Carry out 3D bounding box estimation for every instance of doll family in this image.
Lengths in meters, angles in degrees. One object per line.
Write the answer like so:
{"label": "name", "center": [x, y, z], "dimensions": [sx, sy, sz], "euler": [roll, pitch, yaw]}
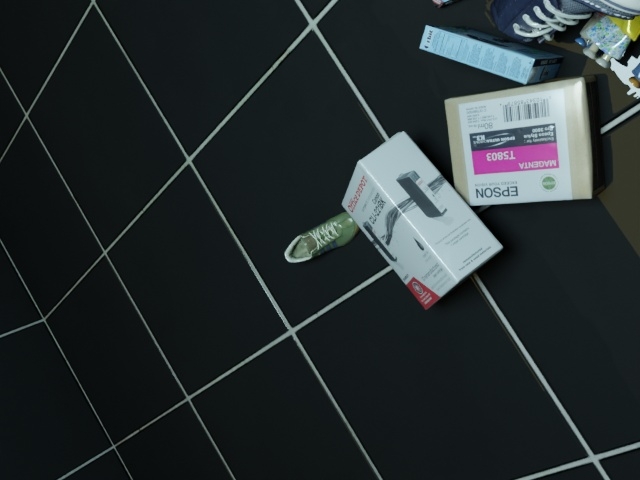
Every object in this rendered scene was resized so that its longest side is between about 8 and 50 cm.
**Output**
{"label": "doll family", "center": [0.488, -0.296, 0.900], "dimensions": [0.263, 0.118, 0.163], "euler": [44, 125, 17]}

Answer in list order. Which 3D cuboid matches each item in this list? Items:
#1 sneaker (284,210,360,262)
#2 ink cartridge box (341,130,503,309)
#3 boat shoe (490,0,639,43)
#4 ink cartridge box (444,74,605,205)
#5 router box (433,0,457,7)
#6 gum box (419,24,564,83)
{"label": "sneaker", "center": [0.000, 0.000, 1.371], "dimensions": [0.192, 0.086, 0.064], "euler": [-30, 86, 38]}
{"label": "ink cartridge box", "center": [0.173, -0.032, 1.165], "dimensions": [0.273, 0.114, 0.197], "euler": [53, 162, 12]}
{"label": "boat shoe", "center": [0.346, -0.338, 0.904], "dimensions": [0.127, 0.341, 0.158], "euler": [11, 125, -11]}
{"label": "ink cartridge box", "center": [0.340, -0.162, 1.072], "dimensions": [0.234, 0.088, 0.194], "euler": [-2, 102, 36]}
{"label": "router box", "center": [0.227, -0.473, 1.086], "dimensions": [0.092, 0.038, 0.123], "euler": [-11, 97, 37]}
{"label": "gum box", "center": [0.277, -0.303, 1.028], "dimensions": [0.184, 0.157, 0.041], "euler": [28, 120, 26]}
